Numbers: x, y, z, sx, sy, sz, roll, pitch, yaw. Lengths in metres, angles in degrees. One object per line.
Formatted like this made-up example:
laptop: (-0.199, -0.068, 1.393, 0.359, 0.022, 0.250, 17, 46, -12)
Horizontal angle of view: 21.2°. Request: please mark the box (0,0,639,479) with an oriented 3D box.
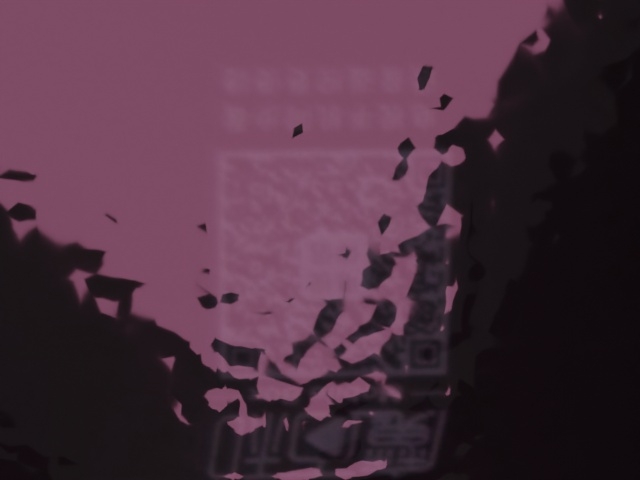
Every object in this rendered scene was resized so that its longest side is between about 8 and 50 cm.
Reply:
box: (0.000, 0.000, 0.475, 0.290, 0.073, 0.289, -1, 105, -4)
